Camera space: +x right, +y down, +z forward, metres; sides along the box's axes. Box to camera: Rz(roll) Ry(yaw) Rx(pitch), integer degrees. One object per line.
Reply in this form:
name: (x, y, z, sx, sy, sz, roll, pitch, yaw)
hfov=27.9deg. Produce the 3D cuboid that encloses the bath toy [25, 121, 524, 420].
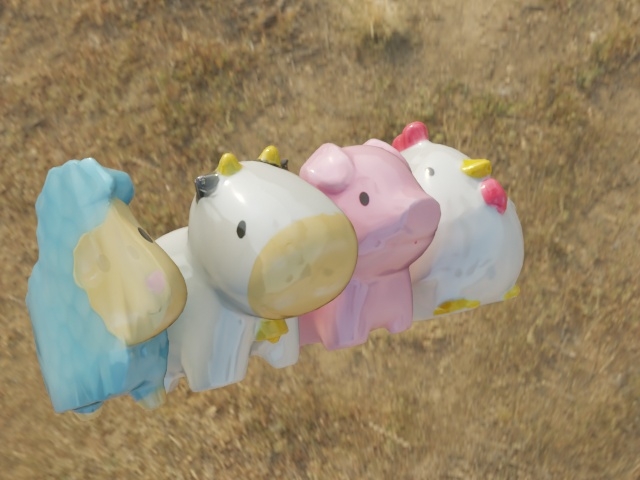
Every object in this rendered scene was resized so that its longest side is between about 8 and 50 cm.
bath toy: (0.000, 0.000, 0.730, 0.151, 0.348, 0.129, -16, 87, 41)
